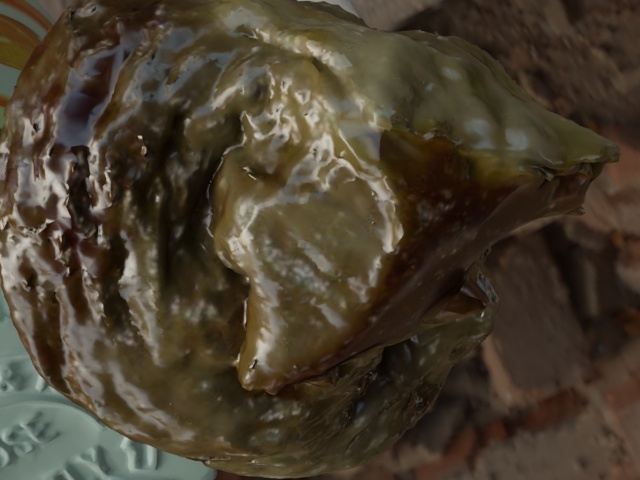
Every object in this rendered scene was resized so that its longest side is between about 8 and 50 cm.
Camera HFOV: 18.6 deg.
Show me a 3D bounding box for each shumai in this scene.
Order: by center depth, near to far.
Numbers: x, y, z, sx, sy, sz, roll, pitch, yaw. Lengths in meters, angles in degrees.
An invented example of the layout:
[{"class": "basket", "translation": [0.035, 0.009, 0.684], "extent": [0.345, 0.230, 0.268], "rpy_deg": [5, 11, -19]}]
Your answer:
[{"class": "shumai", "translation": [-0.011, -0.005, 0.466], "extent": [0.139, 0.105, 0.123], "rpy_deg": [34, 77, -9]}]

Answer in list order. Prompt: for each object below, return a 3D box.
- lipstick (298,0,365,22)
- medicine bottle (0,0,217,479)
[{"class": "lipstick", "translation": [-0.033, -0.061, 0.756], "extent": [0.087, 0.327, 0.087], "rpy_deg": [0, 95, -3]}, {"class": "medicine bottle", "translation": [-0.156, -0.003, 0.823], "extent": [0.158, 0.318, 0.158], "rpy_deg": [-12, 129, -15]}]
